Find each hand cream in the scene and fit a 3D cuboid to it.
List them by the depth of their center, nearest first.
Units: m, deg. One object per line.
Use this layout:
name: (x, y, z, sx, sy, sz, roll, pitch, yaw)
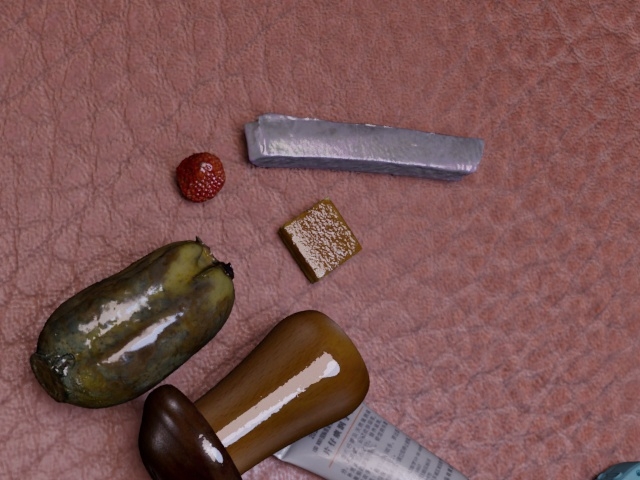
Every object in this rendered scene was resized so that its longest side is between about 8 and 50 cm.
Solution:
hand cream: (0.089, 0.312, 1.552, 0.314, 0.089, 0.140, 35, 65, 0)

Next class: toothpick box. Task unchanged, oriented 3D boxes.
toothpick box: (-0.089, 0.220, 1.460, 0.294, 0.192, 0.192, -35, 89, -21)

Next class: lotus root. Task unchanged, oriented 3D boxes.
lotus root: (-0.234, 0.111, 1.461, 0.274, 0.160, 0.152, -32, 92, -24)

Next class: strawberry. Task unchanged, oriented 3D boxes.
strawberry: (-0.165, -0.094, 1.576, 0.073, 0.083, 0.073, 2, 66, -4)

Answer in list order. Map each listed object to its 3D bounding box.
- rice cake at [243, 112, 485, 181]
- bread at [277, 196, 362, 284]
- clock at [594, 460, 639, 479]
rice cake: (0.065, -0.134, 1.668, 0.364, 0.056, 0.073, 3, 70, -16)
bread: (0.000, 0.000, 1.627, 0.090, 0.035, 0.094, -33, 88, -21)
clock: (0.462, 0.470, 1.624, 0.223, 0.094, 0.274, -41, 90, -20)
